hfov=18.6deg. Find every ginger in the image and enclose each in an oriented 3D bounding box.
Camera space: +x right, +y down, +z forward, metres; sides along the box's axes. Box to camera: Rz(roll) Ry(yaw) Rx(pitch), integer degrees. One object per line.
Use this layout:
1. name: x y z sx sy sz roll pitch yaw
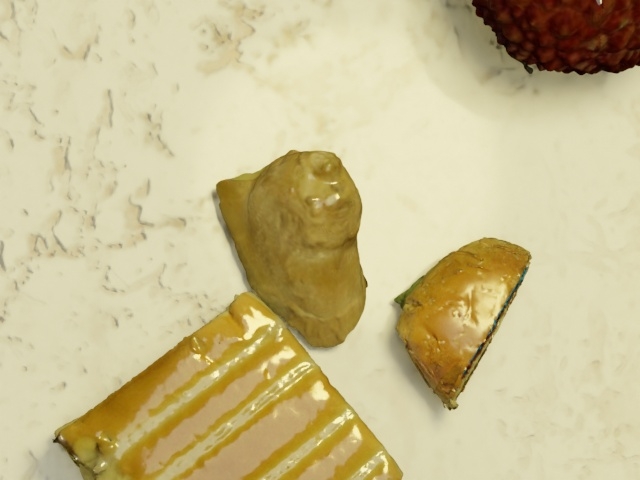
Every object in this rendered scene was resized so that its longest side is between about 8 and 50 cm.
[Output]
1. ginger: 0.001 0.004 1.870 0.115 0.122 0.193 -28 94 -31

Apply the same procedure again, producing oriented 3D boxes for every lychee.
1. lychee: 0.248 -0.286 1.876 0.264 0.300 0.264 20 38 -16

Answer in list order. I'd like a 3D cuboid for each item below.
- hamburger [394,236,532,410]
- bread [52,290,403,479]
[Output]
1. hamburger: 0.128 0.067 1.891 0.102 0.087 0.176 29 82 -6
2. bread: -0.093 0.205 1.830 0.246 0.111 0.239 -39 87 -8
